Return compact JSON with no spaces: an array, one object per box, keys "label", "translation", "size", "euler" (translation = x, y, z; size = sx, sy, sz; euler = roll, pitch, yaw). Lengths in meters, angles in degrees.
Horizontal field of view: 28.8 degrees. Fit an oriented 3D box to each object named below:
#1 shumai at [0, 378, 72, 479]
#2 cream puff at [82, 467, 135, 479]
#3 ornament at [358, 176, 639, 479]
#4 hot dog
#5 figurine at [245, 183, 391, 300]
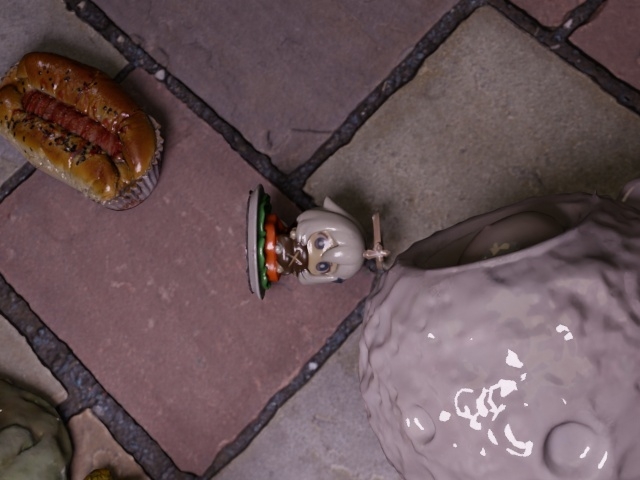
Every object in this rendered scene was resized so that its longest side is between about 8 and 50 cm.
[{"label":"shumai","translation":[-0.431,0.262,1.284],"size":[0.304,0.263,0.309],"euler":[-45,63,-3]},{"label":"cream puff","translation":[-0.228,0.283,1.328],"size":[0.083,0.058,0.083],"euler":[-34,65,3]},{"label":"ornament","translation":[0.206,0.124,1.125],"size":[0.337,0.337,0.337],"euler":[-6,67,14]},{"label":"hot dog","translation":[-0.295,-0.140,1.516],"size":[0.268,0.075,0.144],"euler":[34,83,28]},{"label":"figurine","translation":[0.000,0.000,1.359],"size":[0.153,0.132,0.132],"euler":[0,68,3]}]
